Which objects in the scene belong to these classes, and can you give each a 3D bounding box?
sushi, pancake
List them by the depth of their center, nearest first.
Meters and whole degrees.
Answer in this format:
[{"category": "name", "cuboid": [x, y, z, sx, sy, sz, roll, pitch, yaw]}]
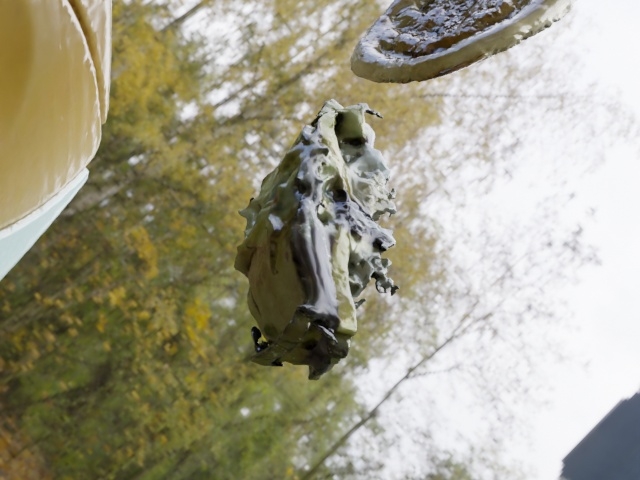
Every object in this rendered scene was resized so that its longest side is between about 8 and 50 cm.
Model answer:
[{"category": "pancake", "cuboid": [0.088, -0.139, 0.581, 0.151, 0.151, 0.025, 28, -30, 52]}, {"category": "sushi", "cuboid": [-0.006, -0.003, 0.863, 0.131, 0.291, 0.139, 20, -42, -22]}]

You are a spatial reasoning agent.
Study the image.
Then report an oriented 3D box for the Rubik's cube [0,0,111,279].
[{"category": "Rubik's cube", "cuboid": [-0.334, -0.132, 0.477, 0.351, 0.352, 0.347, 19, -45, 7]}]
